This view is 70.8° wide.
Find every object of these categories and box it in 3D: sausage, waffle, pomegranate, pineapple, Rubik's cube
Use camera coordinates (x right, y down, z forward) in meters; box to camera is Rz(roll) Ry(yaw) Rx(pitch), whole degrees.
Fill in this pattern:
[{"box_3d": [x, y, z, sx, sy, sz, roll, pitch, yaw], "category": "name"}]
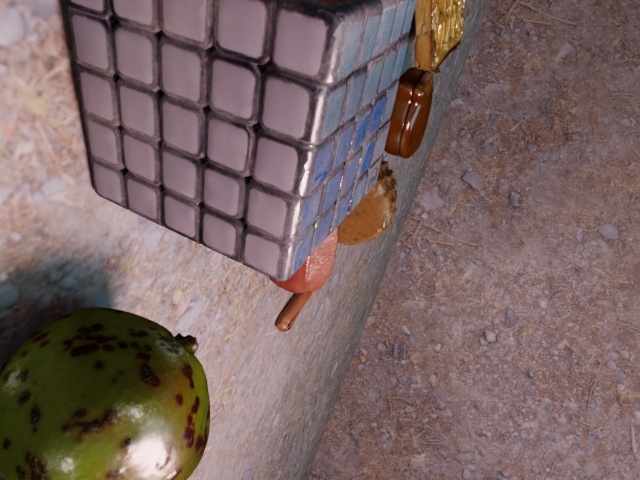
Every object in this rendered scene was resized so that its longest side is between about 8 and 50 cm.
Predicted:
[{"box_3d": [-0.063, 0.171, 1.192, 0.047, 0.040, 0.176, 94, 22, -43], "category": "sausage"}, {"box_3d": [0.335, -0.653, 1.241, 0.348, 0.078, 0.304, -51, 143, -45], "category": "waffle"}, {"box_3d": [-0.226, 0.184, 0.434, 0.263, 0.211, 0.211, -41, 154, -18], "category": "pomegranate"}, {"box_3d": [0.101, -0.142, 1.067, 0.362, 0.202, 0.202, -58, 162, -55], "category": "pineapple"}, {"box_3d": [-0.064, -0.143, 0.448, 0.237, 0.238, 0.236, -50, 157, -49], "category": "Rubik's cube"}, {"box_3d": [-0.036, -0.002, 0.889, 0.148, 0.148, 0.254, -45, 150, -54], "category": "sausage"}]

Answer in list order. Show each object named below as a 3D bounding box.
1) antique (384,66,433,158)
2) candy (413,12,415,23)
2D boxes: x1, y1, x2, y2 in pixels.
[{"box_3d": [0.255, -0.375, 1.350, 0.223, 0.129, 0.278, -60, 162, -25], "category": "antique"}, {"box_3d": [0.288, -0.642, 1.290, 0.136, 0.038, 0.088, 52, 49, -74], "category": "candy"}]
